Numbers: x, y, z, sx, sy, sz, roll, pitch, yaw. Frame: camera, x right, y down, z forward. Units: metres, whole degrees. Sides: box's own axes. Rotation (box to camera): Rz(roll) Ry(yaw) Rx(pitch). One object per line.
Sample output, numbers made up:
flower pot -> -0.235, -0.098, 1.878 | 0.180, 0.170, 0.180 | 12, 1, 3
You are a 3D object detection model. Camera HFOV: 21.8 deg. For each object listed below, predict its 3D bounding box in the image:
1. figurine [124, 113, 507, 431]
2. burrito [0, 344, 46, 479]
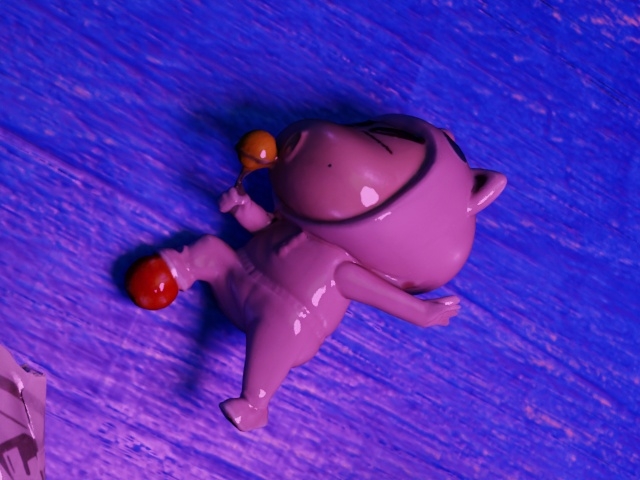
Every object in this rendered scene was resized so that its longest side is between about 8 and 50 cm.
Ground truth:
figurine -> 0.000, 0.000, 1.282 | 0.287, 0.176, 0.186 | -36, 127, -9
burrito -> -0.256, 0.273, 1.176 | 0.139, 0.101, 0.445 | -1, 85, -31
